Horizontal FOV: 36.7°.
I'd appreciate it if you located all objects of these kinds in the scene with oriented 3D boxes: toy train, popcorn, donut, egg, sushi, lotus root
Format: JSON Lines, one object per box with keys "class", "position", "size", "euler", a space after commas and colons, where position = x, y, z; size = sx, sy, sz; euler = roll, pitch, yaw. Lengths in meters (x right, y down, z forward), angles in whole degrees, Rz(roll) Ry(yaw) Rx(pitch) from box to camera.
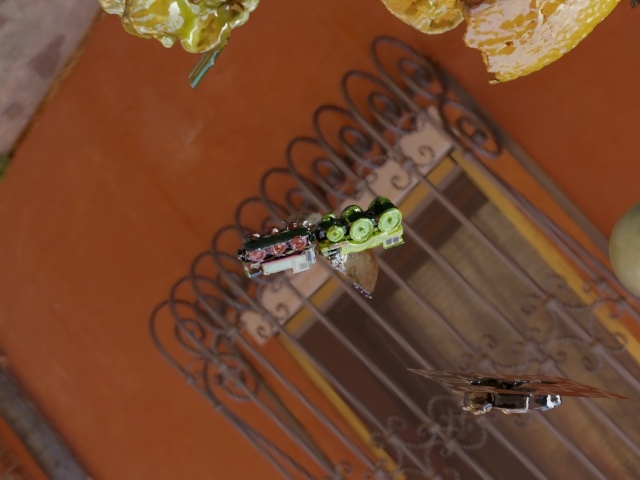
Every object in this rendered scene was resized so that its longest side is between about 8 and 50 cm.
{"class": "toy train", "position": [0.000, 0.000, 1.399], "size": [0.250, 0.053, 0.085], "euler": [-15, 129, -13]}
{"class": "popcorn", "position": [-0.156, -0.319, 1.050], "size": [0.204, 0.183, 0.221], "euler": [6, 150, -34]}
{"class": "donut", "position": [0.275, -0.402, 1.300], "size": [0.378, 0.163, 0.435], "euler": [-39, -147, 6]}
{"class": "egg", "position": [0.353, 0.009, 0.982], "size": [0.114, 0.114, 0.152], "euler": [-45, 176, 13]}
{"class": "sushi", "position": [0.389, 0.319, 1.960], "size": [0.359, 0.064, 0.343], "euler": [4, 179, -11]}
{"class": "lotus root", "position": [0.046, 0.017, 1.701], "size": [0.078, 0.167, 0.329], "euler": [-45, 161, 3]}

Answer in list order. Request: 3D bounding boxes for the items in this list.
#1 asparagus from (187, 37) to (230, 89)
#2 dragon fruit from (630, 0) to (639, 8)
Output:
{"class": "asparagus", "position": [-0.173, -0.276, 1.475], "size": [0.021, 0.025, 0.108], "euler": [23, 125, -31]}
{"class": "dragon fruit", "position": [0.645, -0.403, 1.551], "size": [0.218, 0.224, 0.148], "euler": [30, 73, -42]}
